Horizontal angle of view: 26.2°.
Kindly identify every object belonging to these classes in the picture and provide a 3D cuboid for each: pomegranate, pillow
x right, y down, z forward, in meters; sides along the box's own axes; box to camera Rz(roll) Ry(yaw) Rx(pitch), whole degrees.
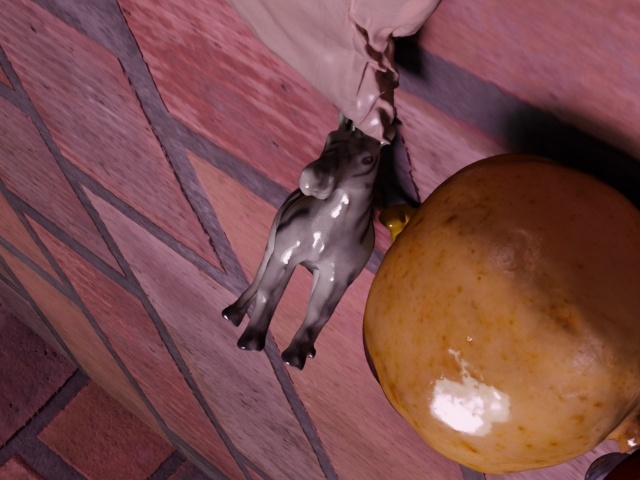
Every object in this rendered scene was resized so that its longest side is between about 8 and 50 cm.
[{"bbox_3d":[0.124,0.051,0.793,0.196,0.196,0.196,39,162,15],"label":"pomegranate"},{"bbox_3d":[0.004,-0.155,0.776,0.173,0.067,0.270,47,163,10],"label":"pillow"}]

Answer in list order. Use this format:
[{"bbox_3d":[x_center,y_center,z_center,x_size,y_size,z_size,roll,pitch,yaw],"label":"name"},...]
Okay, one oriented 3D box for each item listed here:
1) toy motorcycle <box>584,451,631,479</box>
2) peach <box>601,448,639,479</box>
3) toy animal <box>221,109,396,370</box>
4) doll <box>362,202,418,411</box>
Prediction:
[{"bbox_3d":[0.263,0.237,1.062,0.215,0.080,0.122,42,-166,-46],"label":"toy motorcycle"},{"bbox_3d":[0.262,0.248,0.804,0.281,0.281,0.338,36,159,24],"label":"peach"},{"bbox_3d":[-0.006,0.015,1.031,0.090,0.170,0.255,26,163,-6],"label":"toy animal"},{"bbox_3d":[0.086,0.068,1.059,0.188,0.096,0.145,93,155,-56],"label":"doll"}]
